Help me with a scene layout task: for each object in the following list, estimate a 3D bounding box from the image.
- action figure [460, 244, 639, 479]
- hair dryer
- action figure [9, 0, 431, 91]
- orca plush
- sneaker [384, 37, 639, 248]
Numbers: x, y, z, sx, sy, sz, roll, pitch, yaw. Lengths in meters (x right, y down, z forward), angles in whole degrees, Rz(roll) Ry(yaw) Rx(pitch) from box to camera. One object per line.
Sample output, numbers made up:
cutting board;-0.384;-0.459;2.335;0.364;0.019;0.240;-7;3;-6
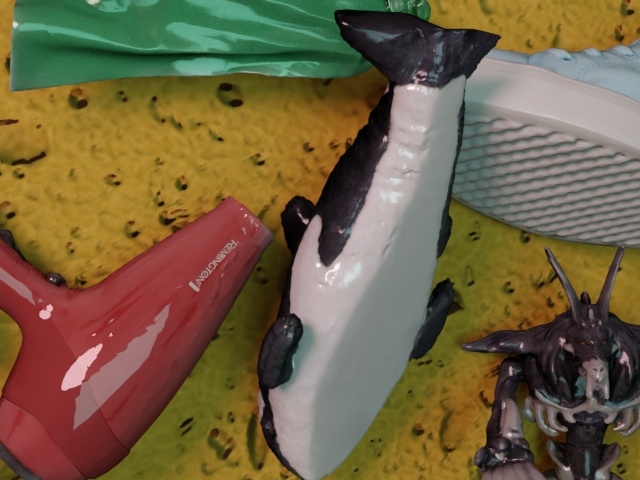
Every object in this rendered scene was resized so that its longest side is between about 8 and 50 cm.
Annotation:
action figure;0.176;0.148;0.629;0.164;0.141;0.275;-3;103;2
hair dryer;-0.165;0.029;0.533;0.294;0.080;0.223;-8;101;-17
action figure;-0.048;-0.138;0.554;0.232;0.063;0.137;5;95;-15
orca plush;0.000;0.000;0.565;0.151;0.102;0.287;-28;137;-33
sneaker;0.213;-0.081;0.635;0.366;0.135;0.150;12;65;-15
